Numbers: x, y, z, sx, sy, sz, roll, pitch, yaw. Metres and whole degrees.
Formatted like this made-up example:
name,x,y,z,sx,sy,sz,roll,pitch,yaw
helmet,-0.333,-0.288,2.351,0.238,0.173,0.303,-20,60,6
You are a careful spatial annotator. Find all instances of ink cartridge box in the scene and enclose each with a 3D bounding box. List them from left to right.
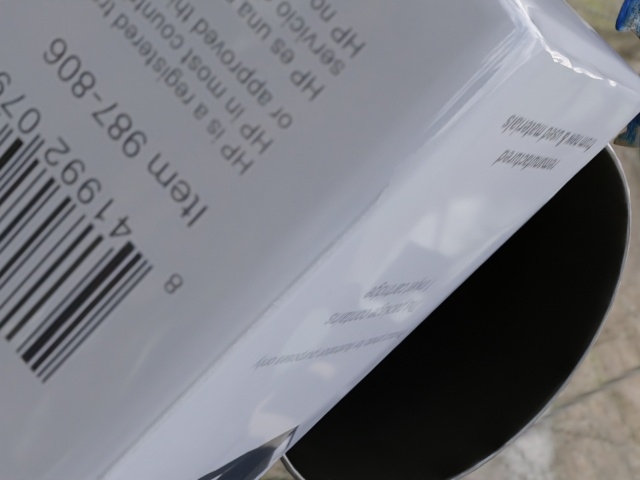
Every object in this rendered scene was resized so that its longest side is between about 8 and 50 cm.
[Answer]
name,x,y,z,sx,sy,sz,roll,pitch,yaw
ink cartridge box,-0.146,-0.012,0.463,0.285,0.395,0.166,49,16,15

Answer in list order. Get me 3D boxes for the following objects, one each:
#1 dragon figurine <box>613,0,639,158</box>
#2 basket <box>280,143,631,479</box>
name,x,y,z,sx,sy,sz,roll,pitch,yaw
dragon figurine,0.267,-0.143,1.082,0.289,0.085,0.144,-50,142,-49
basket,0.000,0.000,0.710,0.227,0.204,0.154,26,-31,53
